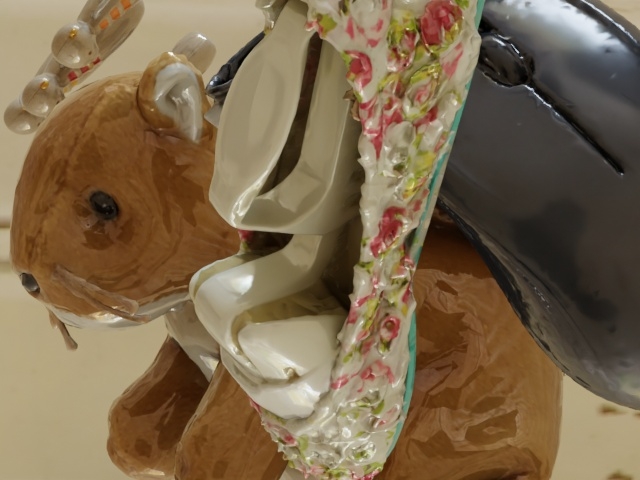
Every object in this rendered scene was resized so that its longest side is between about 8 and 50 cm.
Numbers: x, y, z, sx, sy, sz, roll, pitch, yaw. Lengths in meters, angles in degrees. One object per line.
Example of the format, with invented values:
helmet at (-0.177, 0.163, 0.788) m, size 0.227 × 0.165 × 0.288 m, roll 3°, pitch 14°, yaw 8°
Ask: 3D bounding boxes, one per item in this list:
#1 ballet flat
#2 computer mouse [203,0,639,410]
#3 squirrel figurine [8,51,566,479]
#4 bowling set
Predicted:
ballet flat at (-0.006, -0.006, 0.542) m, size 0.091 × 0.077 × 0.241 m, roll 39°, pitch -46°, yaw 40°
computer mouse at (0.093, -0.041, 0.689) m, size 0.272 × 0.188 × 0.072 m, roll 46°, pitch -10°, yaw 16°
squirrel figurine at (0.000, 0.000, 1.067) m, size 0.397 × 0.370 × 0.281 m, roll -47°, pitch -167°, yaw -12°
bowling set at (-0.175, -0.134, 1.514) m, size 0.154 × 0.200 × 0.287 m, roll -52°, pitch -174°, yaw -16°
